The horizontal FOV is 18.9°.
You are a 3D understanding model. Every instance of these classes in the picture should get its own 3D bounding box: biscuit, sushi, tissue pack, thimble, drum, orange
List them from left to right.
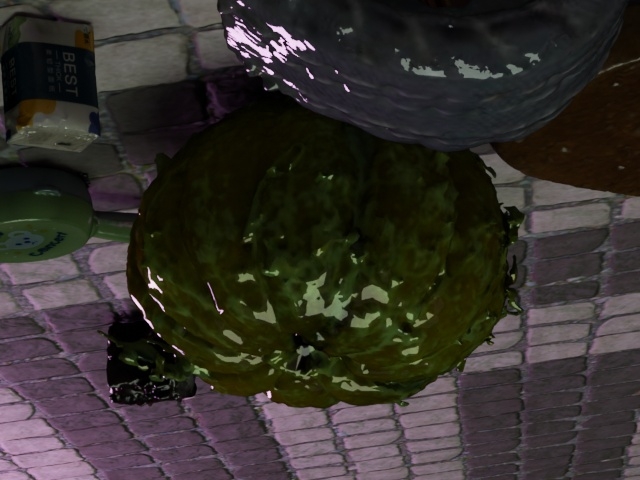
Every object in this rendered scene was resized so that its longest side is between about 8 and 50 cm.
[{"bbox_3d":[-0.184,-0.107,1.304,0.062,0.083,0.042,5,159,-32],"label":"tissue pack"},{"bbox_3d":[-0.182,-0.021,1.606,0.253,0.049,0.130,0,160,-21],"label":"drum"},{"bbox_3d":[-0.175,0.125,1.973,0.084,0.094,0.098,-6,178,7],"label":"sushi"},{"bbox_3d":[0.000,0.000,1.474,0.300,0.223,0.301,16,152,-28],"label":"orange"},{"bbox_3d":[0.057,-0.156,1.065,0.236,0.205,0.172,-7,162,-4],"label":"thimble"},{"bbox_3d":[0.312,-0.119,1.499,0.367,0.063,0.314,8,153,-38],"label":"biscuit"}]

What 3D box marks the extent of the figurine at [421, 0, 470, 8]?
[{"bbox_3d":[0.090,-0.139,1.354,0.098,0.082,0.154,-20,169,-28],"label":"figurine"}]
